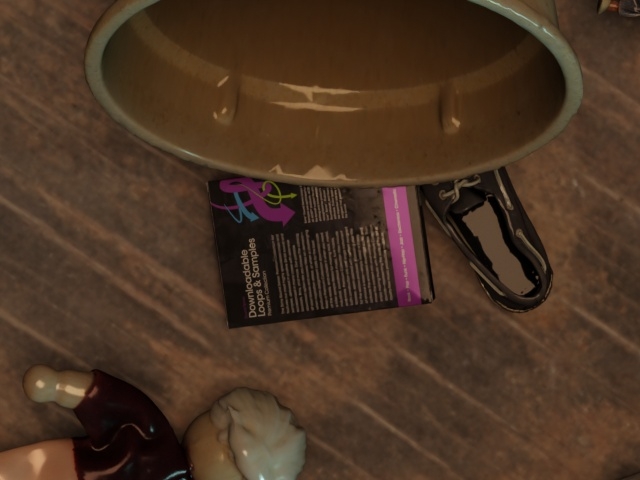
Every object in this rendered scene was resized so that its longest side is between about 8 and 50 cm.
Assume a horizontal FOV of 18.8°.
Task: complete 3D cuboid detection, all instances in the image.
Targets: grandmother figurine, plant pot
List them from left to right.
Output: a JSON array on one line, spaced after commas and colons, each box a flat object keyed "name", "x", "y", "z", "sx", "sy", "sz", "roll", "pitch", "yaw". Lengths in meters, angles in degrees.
[{"name": "grandmother figurine", "x": -0.177, "y": 0.183, "z": 1.452, "sx": 0.342, "sy": 0.104, "sz": 0.208, "roll": -13, "pitch": 120, "yaw": -8}, {"name": "plant pot", "x": 0.017, "y": -0.239, "z": 1.351, "sx": 0.333, "sy": 0.334, "sz": 0.305, "roll": 6, "pitch": 68, "yaw": -6}]

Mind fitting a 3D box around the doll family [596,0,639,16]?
[{"name": "doll family", "x": 0.274, "y": -0.243, "z": 1.496, "sx": 0.111, "sy": 0.076, "sz": 0.193, "roll": 7, "pitch": 87, "yaw": -1}]

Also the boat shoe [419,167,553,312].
[{"name": "boat shoe", "x": 0.118, "y": -0.038, "z": 1.487, "sx": 0.075, "sy": 0.065, "sz": 0.206, "roll": -30, "pitch": 93, "yaw": -2}]

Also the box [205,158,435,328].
[{"name": "box", "x": 0.000, "y": 0.000, "z": 1.476, "sx": 0.162, "sy": 0.029, "sz": 0.116, "roll": -7, "pitch": 92, "yaw": 8}]

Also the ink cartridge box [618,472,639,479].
[{"name": "ink cartridge box", "x": 0.201, "y": 0.293, "z": 1.483, "sx": 0.237, "sy": 0.100, "sz": 0.172, "roll": -19, "pitch": 92, "yaw": -5}]
